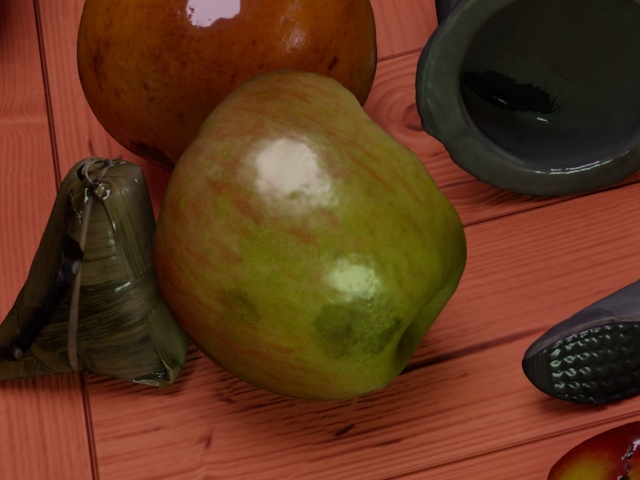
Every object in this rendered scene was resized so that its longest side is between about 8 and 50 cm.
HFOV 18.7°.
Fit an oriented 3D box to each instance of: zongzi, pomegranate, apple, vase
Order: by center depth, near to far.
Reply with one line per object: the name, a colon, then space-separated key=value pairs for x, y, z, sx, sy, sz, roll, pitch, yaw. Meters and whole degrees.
apple: x=0.000 y=0.000 z=1.507 sx=0.226 sy=0.246 sz=0.246 roll=28 pitch=56 yaw=23
zongzi: x=-0.222 y=0.024 z=1.566 sx=0.204 sy=0.205 sz=0.094 roll=-6 pitch=33 yaw=13
pomegranate: x=-0.079 y=-0.173 z=1.698 sx=0.264 sy=0.264 sz=0.264 roll=-7 pitch=43 yaw=7
vase: x=0.196 y=-0.219 z=1.700 sx=0.245 sy=0.245 sz=0.291 roll=-9 pitch=38 yaw=5

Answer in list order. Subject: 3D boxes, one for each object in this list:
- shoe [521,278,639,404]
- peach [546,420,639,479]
shoe: x=0.243 y=0.067 z=1.504 sx=0.194 sy=0.074 sz=0.077 roll=-17 pitch=31 yaw=-8
peach: x=0.282 y=0.198 z=1.353 sx=0.279 sy=0.068 sz=0.189 roll=9 pitch=49 yaw=22
